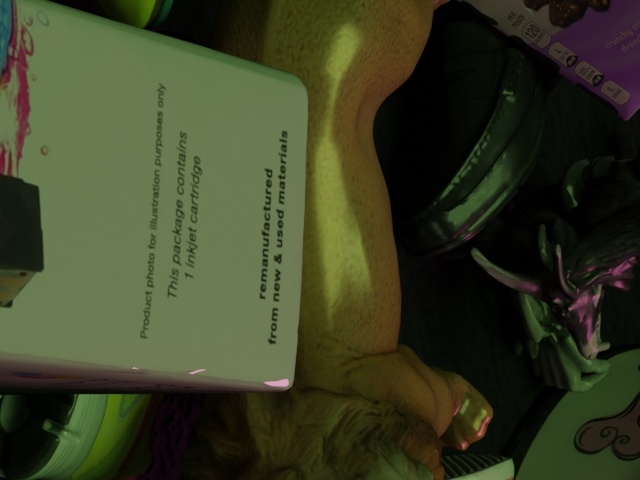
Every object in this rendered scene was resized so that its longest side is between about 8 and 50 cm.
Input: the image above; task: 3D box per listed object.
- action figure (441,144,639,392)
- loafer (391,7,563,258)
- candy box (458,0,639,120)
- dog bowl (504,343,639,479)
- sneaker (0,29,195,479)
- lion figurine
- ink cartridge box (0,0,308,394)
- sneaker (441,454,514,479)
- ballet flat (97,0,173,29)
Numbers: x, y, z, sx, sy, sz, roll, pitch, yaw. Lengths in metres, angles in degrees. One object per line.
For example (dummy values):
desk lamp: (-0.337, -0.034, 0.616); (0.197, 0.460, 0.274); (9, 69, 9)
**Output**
action figure: (0.183, 0.009, 1.019); (0.275, 0.164, 0.141); (-29, 104, -52)
loafer: (0.087, -0.086, 0.982); (0.078, 0.076, 0.223); (44, 55, -23)
candy box: (0.126, -0.178, 0.901); (0.196, 0.165, 0.070); (35, 55, 0)
dog bowl: (0.260, 0.266, 1.088); (0.408, 0.150, 0.408); (5, 83, -48)
sneaker: (-0.087, 0.010, 0.773); (0.094, 0.081, 0.209); (35, 67, -51)
lion figurine: (0.000, 0.000, 0.760); (0.240, 0.142, 0.392); (16, 62, -75)
ink cartridge box: (-0.170, -0.015, 0.574); (0.278, 0.201, 0.117); (12, 78, -48)
sneaker: (0.054, 0.157, 0.936); (0.134, 0.051, 0.070); (-16, 100, -45)
ballet flat: (-0.105, -0.204, 0.777); (0.077, 0.077, 0.231); (5, 80, -28)
